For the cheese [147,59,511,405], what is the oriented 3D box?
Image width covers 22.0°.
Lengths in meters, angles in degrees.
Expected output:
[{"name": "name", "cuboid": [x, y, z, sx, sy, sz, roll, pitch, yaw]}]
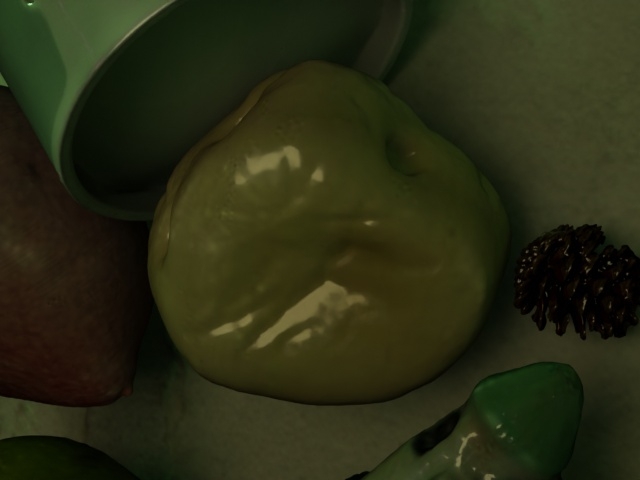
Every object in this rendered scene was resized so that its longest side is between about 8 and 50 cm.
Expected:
[{"name": "cheese", "cuboid": [0.000, 0.000, 1.036, 0.235, 0.117, 0.218, -10, 116, 10]}]

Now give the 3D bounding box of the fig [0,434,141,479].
[{"name": "fig", "cuboid": [-0.189, 0.290, 1.135, 0.233, 0.233, 0.314, -17, 88, 30]}]

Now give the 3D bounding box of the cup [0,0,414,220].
[{"name": "cup", "cuboid": [-0.074, -0.223, 1.098, 0.357, 0.259, 0.274, -31, 67, -6]}]

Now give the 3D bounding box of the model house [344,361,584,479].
[{"name": "model house", "cuboid": [0.114, 0.243, 0.935, 0.284, 0.243, 0.298, -40, 79, 19]}]

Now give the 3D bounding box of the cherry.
[{"name": "cherry", "cuboid": [-0.218, 0.004, 1.179, 0.239, 0.239, 0.206, -9, 45, 31]}]

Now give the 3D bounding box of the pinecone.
[{"name": "pinecone", "cuboid": [0.159, 0.028, 1.016, 0.083, 0.077, 0.077, 37, 106, 18]}]
